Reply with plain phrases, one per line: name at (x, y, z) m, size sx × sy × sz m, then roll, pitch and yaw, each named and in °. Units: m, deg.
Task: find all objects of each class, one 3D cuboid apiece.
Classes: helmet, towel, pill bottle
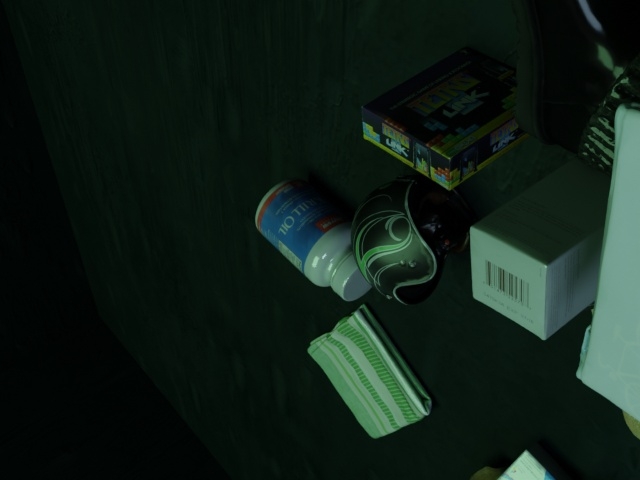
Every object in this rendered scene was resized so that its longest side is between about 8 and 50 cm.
helmet at (0.122, 0.001, 1.198) m, size 0.169 × 0.169 × 0.161 m, roll 57°, pitch 139°, yaw 2°
towel at (0.092, 0.269, 1.692) m, size 0.248 × 0.038 × 0.325 m, roll 54°, pitch 154°, yaw 7°
pill bottle at (0.000, 0.000, 1.457) m, size 0.221 × 0.124 × 0.124 m, roll 41°, pitch 150°, yaw 30°

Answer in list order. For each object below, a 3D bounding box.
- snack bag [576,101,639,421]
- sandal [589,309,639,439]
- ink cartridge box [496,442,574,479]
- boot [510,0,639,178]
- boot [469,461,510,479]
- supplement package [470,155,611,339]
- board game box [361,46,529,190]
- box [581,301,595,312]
snack bag at (0.314, 0.091, 0.595) m, size 0.342 × 0.037 × 0.323 m, roll 43°, pitch 152°, yaw 42°
sandal at (0.361, 0.161, 1.039) m, size 0.088 × 0.079 × 0.240 m, roll 8°, pitch 125°, yaw 59°
ink cartridge box at (0.321, 0.390, 1.326) m, size 0.088 × 0.052 × 0.122 m, roll 46°, pitch 116°, yaw 24°
boot at (0.295, -0.164, 0.731) m, size 0.260 × 0.131 × 0.348 m, roll 46°, pitch 163°, yaw 39°
boot at (0.301, 0.491, 1.518) m, size 0.305 × 0.112 × 0.115 m, roll 103°, pitch 149°, yaw -51°
supplement package at (0.261, 0.004, 0.927) m, size 0.105 × 0.179 × 0.105 m, roll 33°, pitch 144°, yaw 43°
board game box at (0.155, -0.143, 0.966) m, size 0.141 × 0.170 × 0.048 m, roll 37°, pitch 149°, yaw 36°
box at (0.298, 0.041, 1.013) m, size 0.083 × 0.062 × 0.052 m, roll 43°, pitch 140°, yaw 50°
